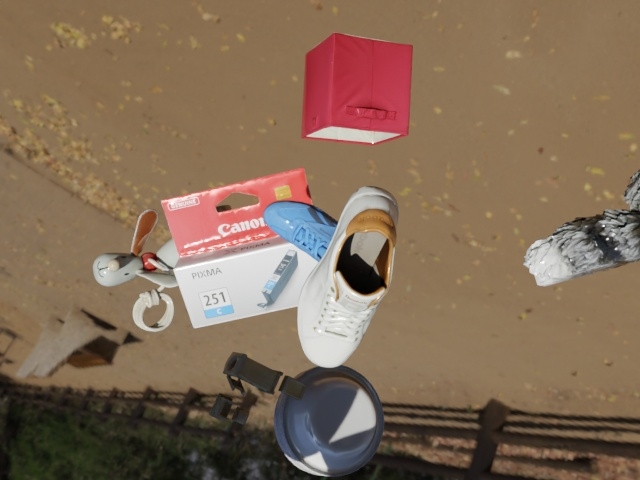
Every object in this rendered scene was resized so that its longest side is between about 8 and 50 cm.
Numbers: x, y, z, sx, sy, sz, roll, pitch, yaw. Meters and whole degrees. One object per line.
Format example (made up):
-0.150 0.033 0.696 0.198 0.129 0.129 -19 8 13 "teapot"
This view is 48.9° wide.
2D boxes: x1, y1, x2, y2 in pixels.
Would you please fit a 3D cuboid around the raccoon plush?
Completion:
0.454 -0.147 0.920 0.447 0.299 0.216 -17 165 9 "raccoon plush"

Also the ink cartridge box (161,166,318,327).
-0.142 0.018 1.381 0.296 0.066 0.261 -13 110 4 "ink cartridge box"

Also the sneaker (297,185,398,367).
0.029 0.076 0.948 0.106 0.123 0.290 13 119 -3 "sneaker"

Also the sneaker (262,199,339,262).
0.000 0.000 1.148 0.209 0.082 0.069 27 113 -3 "sneaker"

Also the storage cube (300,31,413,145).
0.072 -0.316 1.511 0.184 0.193 0.215 3 180 -19 "storage cube"

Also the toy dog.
-0.299 0.025 1.506 0.220 0.334 0.161 52 155 -1 "toy dog"

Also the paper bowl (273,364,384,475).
0.031 0.464 1.831 0.284 0.284 0.148 29 157 -9 "paper bowl"

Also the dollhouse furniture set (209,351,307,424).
-0.157 0.380 1.692 0.182 0.160 0.101 31 163 -20 "dollhouse furniture set"
